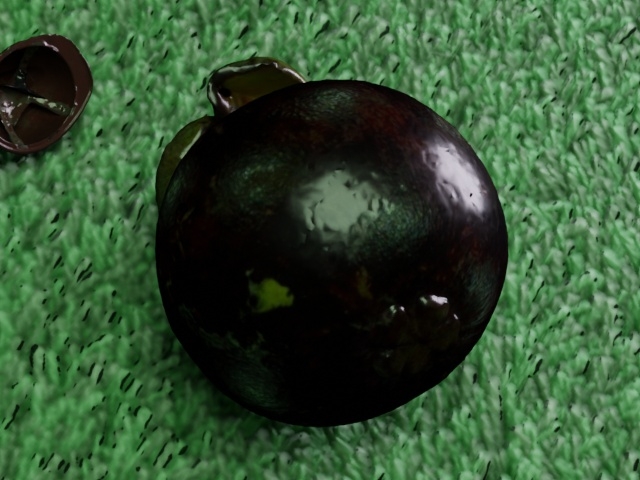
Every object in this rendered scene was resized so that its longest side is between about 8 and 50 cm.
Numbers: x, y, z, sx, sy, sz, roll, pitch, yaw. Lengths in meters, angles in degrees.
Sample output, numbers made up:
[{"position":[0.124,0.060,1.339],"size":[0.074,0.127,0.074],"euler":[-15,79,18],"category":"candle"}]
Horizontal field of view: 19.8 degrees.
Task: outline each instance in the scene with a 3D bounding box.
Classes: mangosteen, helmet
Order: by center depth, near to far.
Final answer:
[{"position":[0.000,0.000,1.409],"size":[0.288,0.288,0.288],"euler":[5,67,-12],"category":"mangosteen"},{"position":[-0.248,-0.121,1.505],"size":[0.111,0.057,0.089],"euler":[-39,117,-31],"category":"helmet"}]
